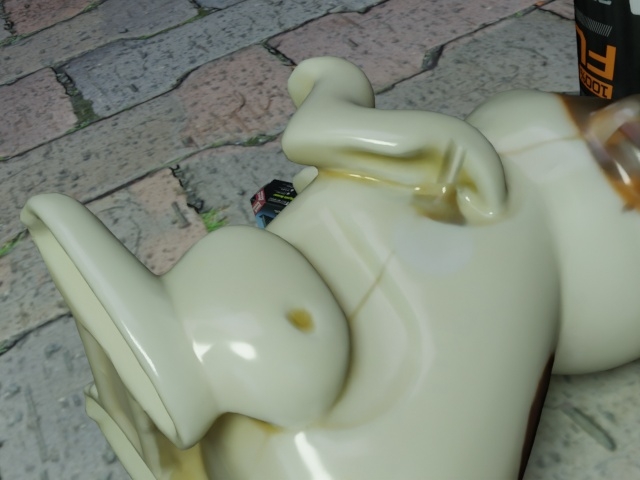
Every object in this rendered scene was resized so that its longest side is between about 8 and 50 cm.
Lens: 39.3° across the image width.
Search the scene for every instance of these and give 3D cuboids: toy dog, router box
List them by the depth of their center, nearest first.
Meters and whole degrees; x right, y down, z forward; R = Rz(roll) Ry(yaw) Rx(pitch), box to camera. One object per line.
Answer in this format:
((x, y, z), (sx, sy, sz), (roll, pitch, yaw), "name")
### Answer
((0.082, 0.039, 0.575), (0.408, 0.284, 0.395), (-33, 51, -25), "toy dog")
((0.000, 0.000, 0.819), (0.122, 0.092, 0.038), (14, 44, 37), "router box")

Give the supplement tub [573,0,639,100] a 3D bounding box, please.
((0.315, -0.181, 0.758), (0.194, 0.316, 0.193), (-11, 33, 7), "supplement tub")
